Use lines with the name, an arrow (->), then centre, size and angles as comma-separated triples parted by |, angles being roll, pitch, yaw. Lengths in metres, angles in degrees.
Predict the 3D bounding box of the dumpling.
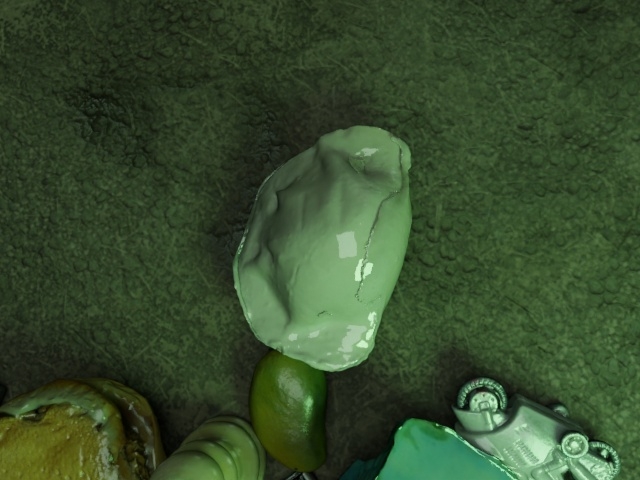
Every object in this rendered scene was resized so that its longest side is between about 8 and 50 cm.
dumpling -> 0.001, -0.004, 1.034 | 0.260, 0.181, 0.341 | 12, 106, 15

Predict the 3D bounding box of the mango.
mango -> -0.050, 0.255, 1.045 | 0.122, 0.085, 0.191 | 1, 82, 1

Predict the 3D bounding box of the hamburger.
hamburger -> -0.369, 0.352, 1.017 | 0.318, 0.158, 0.319 | -1, 85, 13

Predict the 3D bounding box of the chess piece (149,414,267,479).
chess piece -> -0.165, 0.329, 0.958 | 0.142, 0.261, 0.143 | -1, 82, 7

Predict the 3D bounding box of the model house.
model house -> 0.133, 0.415, 0.969 | 0.261, 0.241, 0.226 | 37, 55, -3

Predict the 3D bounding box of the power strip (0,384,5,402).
power strip -> -0.640, 0.210, 1.116 | 0.286, 0.048, 0.080 | 30, 84, 8

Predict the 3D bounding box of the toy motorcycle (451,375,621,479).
toy motorcycle -> 0.298, 0.314, 1.009 | 0.260, 0.110, 0.171 | 29, 102, 0

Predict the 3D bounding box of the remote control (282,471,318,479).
remote control -> -0.094, 0.425, 1.056 | 0.212, 0.028, 0.059 | -34, 83, 0
